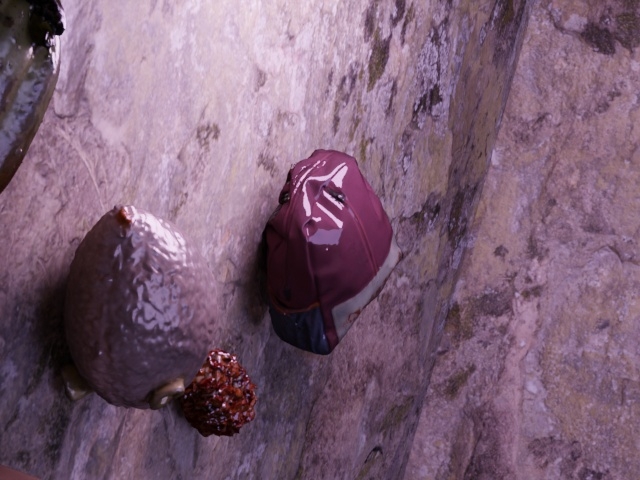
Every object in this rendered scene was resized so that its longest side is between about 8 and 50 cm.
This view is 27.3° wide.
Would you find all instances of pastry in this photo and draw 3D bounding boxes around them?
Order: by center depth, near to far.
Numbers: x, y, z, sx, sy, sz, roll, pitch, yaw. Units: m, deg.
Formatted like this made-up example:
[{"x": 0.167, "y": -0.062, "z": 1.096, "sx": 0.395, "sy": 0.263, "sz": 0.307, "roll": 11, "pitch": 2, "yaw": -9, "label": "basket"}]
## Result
[{"x": -0.170, "y": 0.241, "z": 2.094, "sx": 0.208, "sy": 0.097, "sz": 0.115, "roll": 65, "pitch": 39, "yaw": -58, "label": "pastry"}]

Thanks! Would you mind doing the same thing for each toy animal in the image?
[{"x": -0.236, "y": 0.098, "z": 1.738, "sx": 0.358, "sy": 0.188, "sz": 0.226, "roll": 76, "pitch": 31, "yaw": -48, "label": "toy animal"}]

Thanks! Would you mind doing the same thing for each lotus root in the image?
[{"x": -0.369, "y": -0.132, "z": 1.336, "sx": 0.309, "sy": 0.173, "sz": 0.173, "roll": -68, "pitch": 156, "yaw": -17, "label": "lotus root"}]

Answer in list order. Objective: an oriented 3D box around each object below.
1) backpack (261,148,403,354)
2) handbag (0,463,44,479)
[{"x": 0.000, "y": 0.000, "z": 2.212, "sx": 0.283, "sy": 0.197, "sz": 0.317, "roll": -57, "pitch": 147, "yaw": -33, "label": "backpack"}, {"x": -0.378, "y": 0.371, "z": 1.454, "sx": 0.283, "sy": 0.302, "sz": 0.149, "roll": -24, "pitch": 124, "yaw": -54, "label": "handbag"}]
